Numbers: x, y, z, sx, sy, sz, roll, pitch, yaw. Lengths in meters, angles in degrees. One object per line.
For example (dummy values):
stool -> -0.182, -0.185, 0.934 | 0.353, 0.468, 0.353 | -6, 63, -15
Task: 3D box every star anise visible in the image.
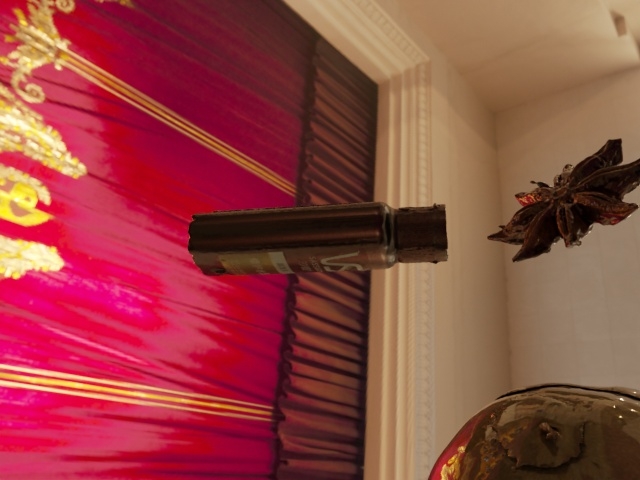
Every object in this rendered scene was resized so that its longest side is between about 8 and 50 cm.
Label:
star anise -> 0.393, -0.040, 0.876 | 0.272, 0.102, 0.272 | -39, -164, 14

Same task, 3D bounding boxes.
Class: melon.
melon -> 0.209, 0.264, 0.441 | 0.269, 0.329, 0.268 | -15, -159, 6

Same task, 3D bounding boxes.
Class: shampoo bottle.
shampoo bottle -> 0.000, 0.000, 0.739 | 0.324, 0.129, 0.083 | -2, -114, 10
